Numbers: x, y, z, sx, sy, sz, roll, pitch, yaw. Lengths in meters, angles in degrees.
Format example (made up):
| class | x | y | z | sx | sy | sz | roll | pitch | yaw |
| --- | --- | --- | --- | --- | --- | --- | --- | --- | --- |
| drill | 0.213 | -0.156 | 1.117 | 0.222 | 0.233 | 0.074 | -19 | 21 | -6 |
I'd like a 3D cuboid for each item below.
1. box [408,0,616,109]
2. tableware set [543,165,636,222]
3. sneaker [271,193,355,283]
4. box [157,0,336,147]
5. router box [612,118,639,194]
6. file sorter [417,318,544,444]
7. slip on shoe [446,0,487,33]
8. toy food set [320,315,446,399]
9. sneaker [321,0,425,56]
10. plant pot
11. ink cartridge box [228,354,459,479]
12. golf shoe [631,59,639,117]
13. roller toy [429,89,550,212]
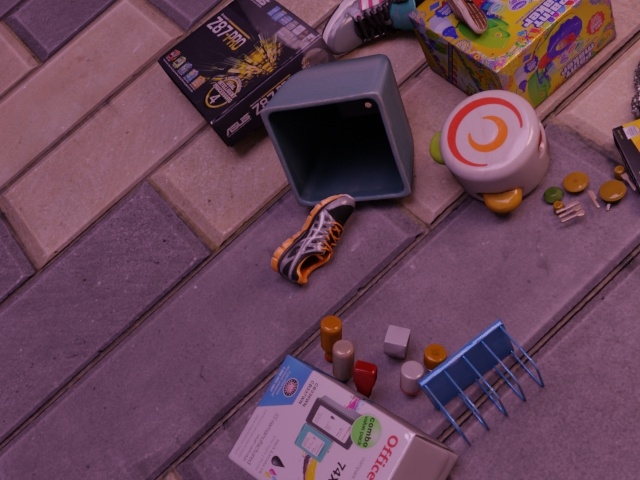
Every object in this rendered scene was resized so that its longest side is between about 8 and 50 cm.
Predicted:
| class | x | y | z | sx | sy | sz | roll | pitch | yaw |
| --- | --- | --- | --- | --- | --- | --- | --- | --- | --- |
| box | 0.393 | -0.439 | 1.841 | 0.290 | 0.177 | 0.279 | -42 | 51 | -5 |
| tableware set | 0.495 | -0.091 | 1.659 | 0.154 | 0.024 | 0.104 | -26 | 48 | 9 |
| sneaker | 0.000 | 0.000 | 1.798 | 0.215 | 0.084 | 0.083 | -49 | 53 | 1 |
| box | -0.184 | -0.423 | 2.129 | 0.318 | 0.097 | 0.395 | -37 | 42 | -3 |
| router box | 0.622 | -0.149 | 1.619 | 0.133 | 0.046 | 0.179 | -21 | 52 | 12 |
| file sorter | 0.270 | 0.239 | 1.483 | 0.170 | 0.118 | 0.104 | -38 | 54 | -2 |
| slip on shoe | 0.283 | -0.446 | 1.761 | 0.041 | 0.051 | 0.135 | -53 | 49 | 40 |
| toy food set | 0.104 | 0.223 | 1.605 | 0.232 | 0.104 | 0.111 | 11 | 49 | 11 |
| sneaker | 0.154 | -0.504 | 2.040 | 0.295 | 0.124 | 0.178 | -41 | 41 | -7 |
| plant pot | 0.060 | -0.251 | 1.838 | 0.248 | 0.247 | 0.252 | -5 | 40 | 22 |
| ink cartridge box | 0.040 | 0.348 | 1.447 | 0.270 | 0.197 | 0.198 | 26 | 83 | 35 |
| golf shoe | 0.645 | -0.305 | 1.716 | 0.086 | 0.069 | 0.176 | 10 | 65 | 8 |
| roller toy | 0.336 | -0.173 | 1.708 | 0.191 | 0.146 | 0.209 | -47 | 57 | 2 |
